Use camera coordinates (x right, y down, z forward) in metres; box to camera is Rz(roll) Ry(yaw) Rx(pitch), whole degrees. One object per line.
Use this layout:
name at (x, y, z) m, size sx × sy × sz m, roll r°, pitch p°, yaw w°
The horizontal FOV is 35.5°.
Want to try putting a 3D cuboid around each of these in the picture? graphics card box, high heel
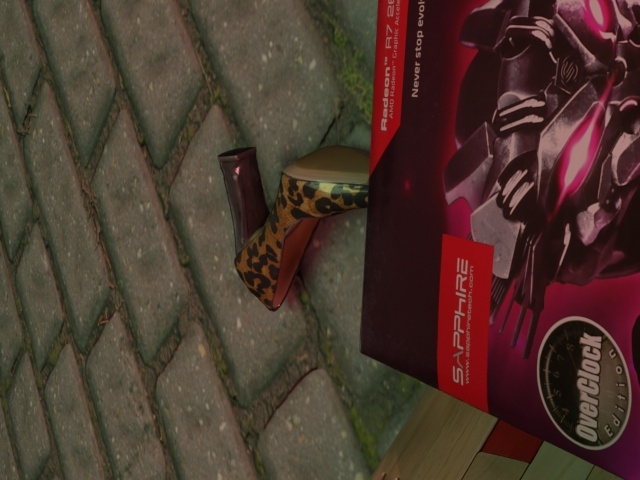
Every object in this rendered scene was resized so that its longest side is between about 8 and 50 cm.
graphics card box at (0.148, -0.020, 0.424) m, size 0.371 × 0.094 × 0.232 m, roll 19°, pitch 107°, yaw 59°
high heel at (0.000, 0.000, 1.028) m, size 0.261 × 0.093 × 0.186 m, roll 9°, pitch 117°, yaw 48°

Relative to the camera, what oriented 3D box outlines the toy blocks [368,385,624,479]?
toy blocks at (0.135, 0.185, 0.580) m, size 0.261 × 0.191 × 0.381 m, roll -55°, pitch 20°, yaw -19°
